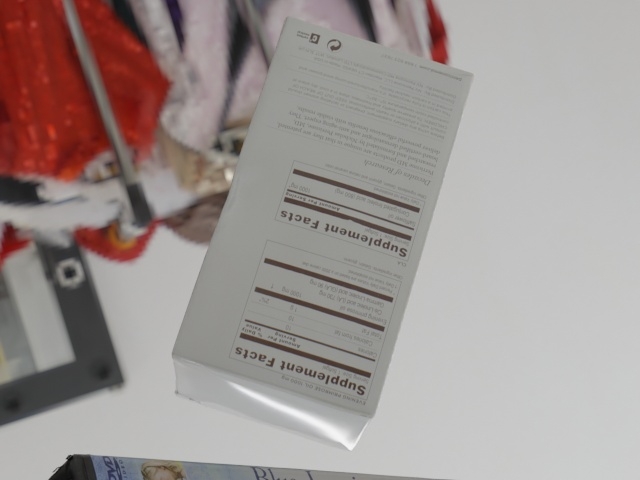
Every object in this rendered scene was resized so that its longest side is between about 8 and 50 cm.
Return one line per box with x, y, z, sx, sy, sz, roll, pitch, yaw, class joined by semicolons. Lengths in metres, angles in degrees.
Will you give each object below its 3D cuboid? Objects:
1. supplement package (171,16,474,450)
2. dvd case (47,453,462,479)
0.000;0.000;1.003;0.134;0.244;0.139;17;163;1;supplement package
-0.055;0.163;0.718;0.253;0.022;0.180;11;136;-40;dvd case
